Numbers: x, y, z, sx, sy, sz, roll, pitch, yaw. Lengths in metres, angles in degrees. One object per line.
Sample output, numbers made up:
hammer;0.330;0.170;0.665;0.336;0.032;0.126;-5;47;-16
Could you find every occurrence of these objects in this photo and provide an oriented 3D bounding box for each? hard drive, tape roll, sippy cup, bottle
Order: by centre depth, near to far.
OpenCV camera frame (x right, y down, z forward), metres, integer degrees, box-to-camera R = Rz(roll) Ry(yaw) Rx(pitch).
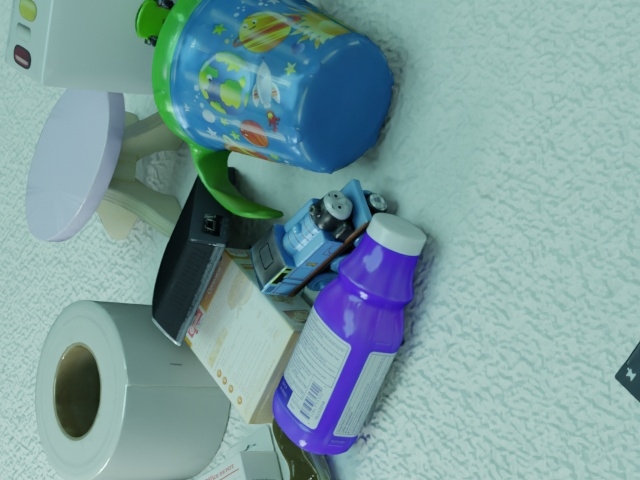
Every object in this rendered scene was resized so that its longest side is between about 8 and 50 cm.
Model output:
bottle;0.037;0.106;1.549;0.118;0.092;0.283;46;119;50
sippy cup;-0.044;-0.190;1.606;0.224;0.240;0.305;26;144;38
hard drive;-0.165;0.008;1.746;0.255;0.054;0.172;-93;26;-65
tape roll;-0.260;0.207;1.834;0.246;0.169;0.246;-10;77;50

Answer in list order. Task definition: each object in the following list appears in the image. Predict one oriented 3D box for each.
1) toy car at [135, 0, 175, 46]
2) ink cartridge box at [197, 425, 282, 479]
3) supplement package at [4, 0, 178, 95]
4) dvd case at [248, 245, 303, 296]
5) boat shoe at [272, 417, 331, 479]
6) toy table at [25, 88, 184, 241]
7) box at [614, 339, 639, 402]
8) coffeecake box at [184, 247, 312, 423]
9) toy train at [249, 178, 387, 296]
toy car;-0.141;-0.269;1.716;0.053;0.225;0.239;31;109;53
ink cartridge box;-0.097;0.335;1.703;0.104;0.060;0.180;-38;57;41
supplement package;-0.273;-0.331;1.729;0.145;0.204;0.262;31;114;53
dvd case;-0.067;0.067;1.743;0.119;0.013;0.087;28;106;49
boat shoe;-0.011;0.276;1.628;0.056;0.048;0.153;-39;65;36
toy table;-0.297;-0.106;1.930;0.274;0.161;0.252;-44;54;38
box;0.357;0.085;1.115;0.093;0.158;0.156;51;123;41
coffeecake box;-0.083;0.118;1.690;0.185;0.068;0.142;47;120;42
toy train;0.000;0.000;1.599;0.184;0.105;0.080;-43;54;38
